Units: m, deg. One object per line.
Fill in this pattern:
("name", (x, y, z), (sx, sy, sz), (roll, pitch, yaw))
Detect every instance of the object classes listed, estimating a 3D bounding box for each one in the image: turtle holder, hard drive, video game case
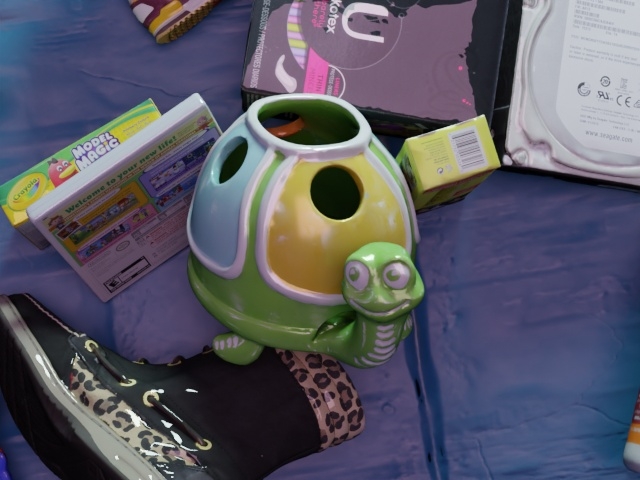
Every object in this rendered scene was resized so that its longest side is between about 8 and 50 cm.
("turtle holder", (-0.018, -0.005, 1.327), (0.243, 0.320, 0.227), (5, 119, 2))
("hard drive", (0.321, -0.231, 1.486), (0.236, 0.064, 0.339), (9, 86, -15))
("video game case", (-0.184, -0.041, 1.414), (0.212, 0.193, 0.023), (-35, 59, -5))

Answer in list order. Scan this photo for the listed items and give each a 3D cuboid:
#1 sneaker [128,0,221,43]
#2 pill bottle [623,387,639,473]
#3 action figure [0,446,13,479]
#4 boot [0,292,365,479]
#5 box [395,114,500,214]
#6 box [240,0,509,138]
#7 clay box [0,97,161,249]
("sneaker", (-0.132, -0.306, 1.491), (0.185, 0.069, 0.084), (-38, 89, -7))
("pill bottle", (0.476, 0.084, 1.417), (0.224, 0.224, 0.392), (16, 85, -2))
("action figure", (-0.384, 0.260, 1.421), (0.139, 0.091, 0.280), (-16, 87, -13))
("boot", (-0.161, 0.148, 1.406), (0.284, 0.138, 0.377), (-22, 42, -31))
("box", (0.125, -0.074, 1.404), (0.087, 0.232, 0.058), (-18, 84, -5))
("box", (0.056, -0.208, 1.456), (0.270, 0.143, 0.165), (8, 86, -3))
("clay box", (-0.233, -0.077, 1.437), (0.222, 0.127, 0.053), (-32, 80, -6))
